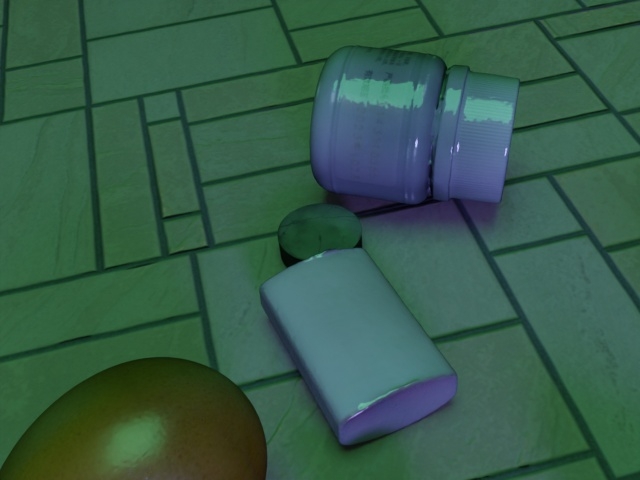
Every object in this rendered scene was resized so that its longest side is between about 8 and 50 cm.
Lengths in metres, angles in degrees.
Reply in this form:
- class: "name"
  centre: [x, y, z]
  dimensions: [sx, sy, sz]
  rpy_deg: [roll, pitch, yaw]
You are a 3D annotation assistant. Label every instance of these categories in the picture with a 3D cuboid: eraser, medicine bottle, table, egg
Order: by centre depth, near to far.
- class: "egg"
  centre: [-0.212, 0.271, 0.954]
  dimensions: [0.322, 0.250, 0.250]
  rpy_deg: [-34, 50, -15]
- class: "eraser"
  centre: [0.046, 0.134, 1.180]
  dimensions: [0.174, 0.095, 0.270]
  rpy_deg: [-21, 45, -15]
- class: "table"
  centre: [0.000, 0.000, 1.361]
  dimensions: [0.133, 0.043, 0.133]
  rpy_deg: [-3, 43, 3]
- class: "medicine bottle"
  centre: [0.154, -0.179, 1.385]
  dimensions: [0.306, 0.245, 0.245]
  rpy_deg: [9, 46, 12]
